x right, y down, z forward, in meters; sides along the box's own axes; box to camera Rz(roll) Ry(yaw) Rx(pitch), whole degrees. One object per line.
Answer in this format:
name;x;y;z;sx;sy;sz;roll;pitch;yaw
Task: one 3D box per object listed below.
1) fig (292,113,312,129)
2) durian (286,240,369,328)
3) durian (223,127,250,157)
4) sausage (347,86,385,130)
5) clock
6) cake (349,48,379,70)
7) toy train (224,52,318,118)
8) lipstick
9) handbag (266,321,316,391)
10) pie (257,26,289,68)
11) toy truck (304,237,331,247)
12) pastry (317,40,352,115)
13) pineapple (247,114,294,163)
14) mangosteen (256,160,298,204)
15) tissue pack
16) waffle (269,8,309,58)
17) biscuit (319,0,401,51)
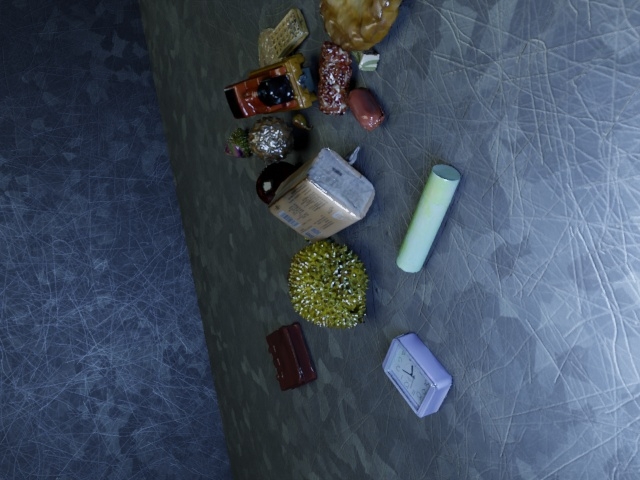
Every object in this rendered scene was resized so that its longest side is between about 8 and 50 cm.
fig;-0.061;-0.404;1.801;0.083;0.050;0.050;37;134;25
durian;0.030;0.143;1.632;0.258;0.258;0.292;0;105;61
durian;-0.344;-0.413;2.274;0.108;0.119;0.187;39;162;-5
sausage;0.125;-0.366;1.447;0.141;0.076;0.076;63;147;25
clock;0.265;0.372;1.454;0.193;0.073;0.144;51;140;40
cake;0.120;-0.519;1.453;0.140;0.055;0.051;-106;22;-47
toy train;-0.170;-0.497;1.736;0.369;0.232;0.163;16;131;58
lipstick;0.263;-0.044;1.310;0.076;0.076;0.304;54;143;38
handbag;-0.133;0.492;2.199;0.275;0.084;0.259;-47;60;56
pie;-0.169;-0.662;1.891;0.185;0.052;0.218;-1;97;62
toy truck;0.000;0.000;1.810;0.077;0.076;0.111;-40;64;36
pastry;0.041;-0.475;1.531;0.115;0.097;0.208;-132;39;-56
pineapple;-0.190;-0.377;1.912;0.361;0.175;0.174;-121;29;-70
mangosteen;-0.139;-0.189;1.904;0.200;0.200;0.199;29;124;54
tissue pack;0.015;-0.157;1.622;0.305;0.239;0.238;-28;75;60
waffle;-0.106;-0.690;1.749;0.148;0.042;0.102;-28;75;47
biscuit;0.107;-0.659;1.346;0.326;0.107;0.325;32;129;50
